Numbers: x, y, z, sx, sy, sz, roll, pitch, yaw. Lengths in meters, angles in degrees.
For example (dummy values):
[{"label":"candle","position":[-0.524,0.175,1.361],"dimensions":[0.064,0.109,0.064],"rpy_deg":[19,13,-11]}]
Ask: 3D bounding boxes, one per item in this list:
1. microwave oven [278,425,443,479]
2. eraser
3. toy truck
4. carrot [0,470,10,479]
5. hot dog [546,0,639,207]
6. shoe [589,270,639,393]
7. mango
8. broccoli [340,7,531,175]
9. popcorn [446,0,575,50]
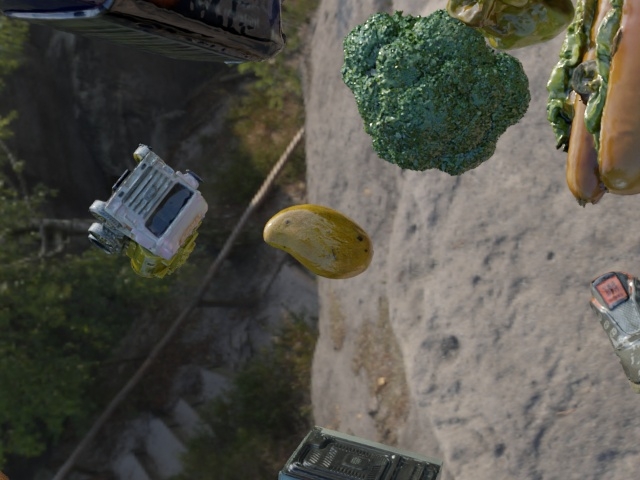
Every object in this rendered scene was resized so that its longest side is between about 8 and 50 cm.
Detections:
[{"label":"microwave oven","position":[0.058,0.371,1.172],"dimensions":[0.208,0.162,0.122],"rpy_deg":[11,109,17]},{"label":"eraser","position":[-0.175,-0.223,0.683],"dimensions":[0.155,0.332,0.101],"rpy_deg":[8,94,33]},{"label":"toy truck","position":[-0.196,-0.021,0.954],"dimensions":[0.098,0.114,0.227],"rpy_deg":[-56,6,-18]},{"label":"carrot","position":[-0.301,0.276,0.557],"dimensions":[0.196,0.196,0.254],"rpy_deg":[21,69,42]},{"label":"hot dog","position":[0.274,-0.190,0.707],"dimensions":[0.135,0.100,0.337],"rpy_deg":[-122,41,-77]},{"label":"shoe","position":[0.553,0.134,1.441],"dimensions":[0.132,0.336,0.171],"rpy_deg":[-37,96,20]},{"label":"mango","position":[0.002,0.000,1.871],"dimensions":[0.109,0.262,0.157],"rpy_deg":[-179,108,-75]},{"label":"broccoli","position":[0.235,-0.306,1.723],"dimensions":[0.414,0.310,0.320],"rpy_deg":[10,88,3]},{"label":"popcorn","position":[0.201,-0.379,0.993],"dimensions":[0.174,0.225,0.285],"rpy_deg":[-11,93,42]}]
